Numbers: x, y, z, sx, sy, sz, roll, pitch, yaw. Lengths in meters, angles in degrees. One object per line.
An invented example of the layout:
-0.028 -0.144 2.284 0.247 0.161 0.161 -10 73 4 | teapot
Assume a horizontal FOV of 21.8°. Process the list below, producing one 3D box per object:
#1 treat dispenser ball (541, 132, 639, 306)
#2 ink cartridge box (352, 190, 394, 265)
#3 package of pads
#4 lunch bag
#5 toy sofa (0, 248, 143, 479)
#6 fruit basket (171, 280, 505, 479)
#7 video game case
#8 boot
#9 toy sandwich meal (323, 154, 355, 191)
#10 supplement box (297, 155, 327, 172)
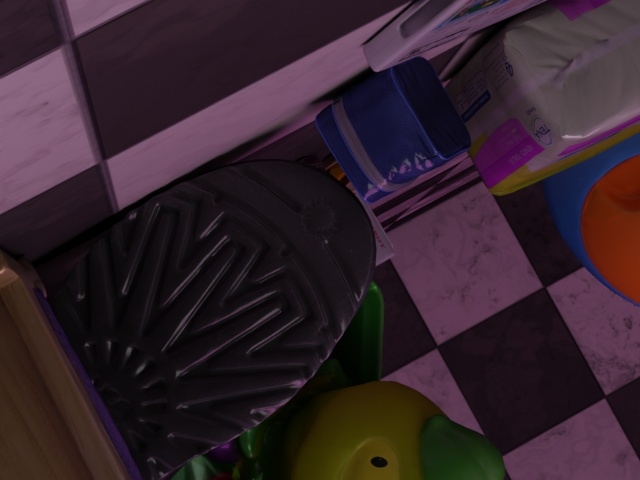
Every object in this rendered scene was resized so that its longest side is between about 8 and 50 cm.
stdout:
0.331 -0.075 1.405 0.288 0.288 0.288 -29 177 -2 | treat dispenser ball
0.000 0.000 1.483 0.052 0.088 0.122 -33 175 37 | ink cartridge box
0.241 -0.145 1.147 0.296 0.101 0.229 -28 177 -9 | package of pads
0.041 -0.065 0.981 0.065 0.067 0.098 -29 178 21 | lunch bag
-0.140 0.195 0.882 0.150 0.362 0.177 -29 171 -3 | toy sofa
-0.028 0.207 1.484 0.283 0.392 0.392 5 159 -30 | fruit basket
0.114 -0.142 0.829 0.157 0.019 0.143 -26 176 -31 | video game case
-0.107 0.076 1.190 0.367 0.146 0.445 -41 179 6 | boot
0.036 -0.064 1.311 0.085 0.029 0.085 -29 177 -2 | toy sandwich meal
-0.009 -0.013 1.225 0.055 0.083 0.043 -30 177 18 | supplement box
